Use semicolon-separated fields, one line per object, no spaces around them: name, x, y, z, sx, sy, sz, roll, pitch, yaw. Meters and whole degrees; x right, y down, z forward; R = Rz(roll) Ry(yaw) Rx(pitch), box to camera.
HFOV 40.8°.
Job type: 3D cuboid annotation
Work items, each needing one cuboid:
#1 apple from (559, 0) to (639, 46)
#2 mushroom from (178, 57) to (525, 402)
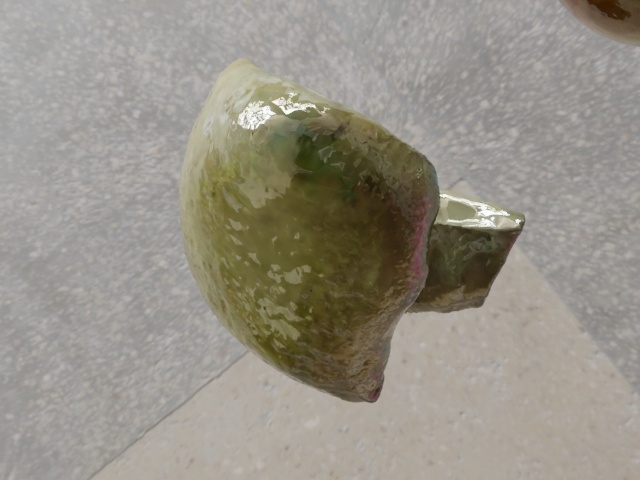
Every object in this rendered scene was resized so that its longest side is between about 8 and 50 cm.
apple;0.233;-0.222;0.571;0.188;0.174;0.188;0;90;10
mushroom;-0.009;0.004;0.697;0.292;0.212;0.217;31;89;7
